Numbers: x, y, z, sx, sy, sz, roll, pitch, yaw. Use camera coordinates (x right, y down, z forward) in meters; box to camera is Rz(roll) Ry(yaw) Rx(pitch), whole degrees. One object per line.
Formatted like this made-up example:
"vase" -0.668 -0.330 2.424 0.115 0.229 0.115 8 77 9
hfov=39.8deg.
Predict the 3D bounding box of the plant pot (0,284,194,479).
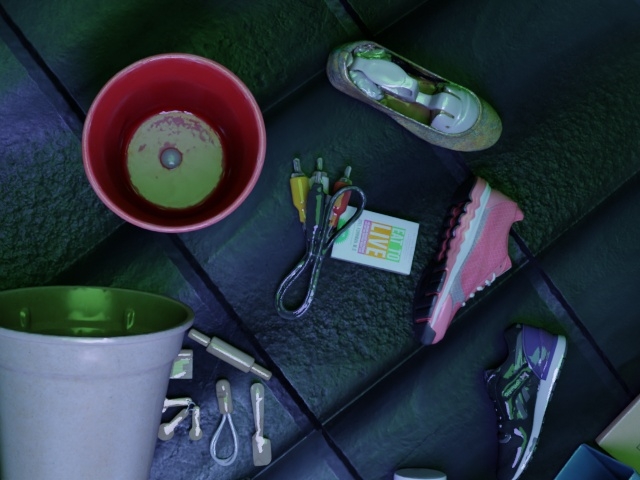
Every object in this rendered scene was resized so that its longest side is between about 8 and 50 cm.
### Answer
"plant pot" -0.372 0.252 1.371 0.333 0.334 0.306 4 99 -9

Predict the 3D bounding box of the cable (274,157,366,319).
"cable" 0.000 0.000 1.554 0.139 0.072 0.287 9 95 3

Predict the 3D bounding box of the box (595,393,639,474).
"box" 0.634 0.349 1.630 0.164 0.021 0.201 39 101 -7

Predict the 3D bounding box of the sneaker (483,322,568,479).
"sneaker" 0.340 0.288 1.589 0.124 0.107 0.283 19 81 6

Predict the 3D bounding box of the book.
"book" 0.096 -0.001 1.581 0.144 0.035 0.096 13 84 -6

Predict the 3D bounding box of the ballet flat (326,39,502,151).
"ballet flat" 0.175 -0.254 1.559 0.348 0.123 0.123 24 84 -8

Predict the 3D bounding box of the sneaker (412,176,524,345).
"sneaker" 0.269 0.049 1.564 0.136 0.116 0.314 23 84 -9

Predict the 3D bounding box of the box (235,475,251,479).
"box" -0.177 0.440 1.486 0.137 0.094 0.027 -18 90 -9

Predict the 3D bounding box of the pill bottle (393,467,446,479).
"pill bottle" 0.170 0.511 1.527 0.121 0.121 0.216 2 88 -9

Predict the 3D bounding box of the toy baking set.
"toy baking set" -0.178 0.276 1.527 0.256 0.030 0.197 26 87 -7

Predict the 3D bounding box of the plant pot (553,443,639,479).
"plant pot" 0.535 0.517 1.572 0.234 0.165 0.166 43 82 -14

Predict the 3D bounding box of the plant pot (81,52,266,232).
"plant pot" -0.235 -0.142 1.422 0.274 0.243 0.275 0 89 -10
